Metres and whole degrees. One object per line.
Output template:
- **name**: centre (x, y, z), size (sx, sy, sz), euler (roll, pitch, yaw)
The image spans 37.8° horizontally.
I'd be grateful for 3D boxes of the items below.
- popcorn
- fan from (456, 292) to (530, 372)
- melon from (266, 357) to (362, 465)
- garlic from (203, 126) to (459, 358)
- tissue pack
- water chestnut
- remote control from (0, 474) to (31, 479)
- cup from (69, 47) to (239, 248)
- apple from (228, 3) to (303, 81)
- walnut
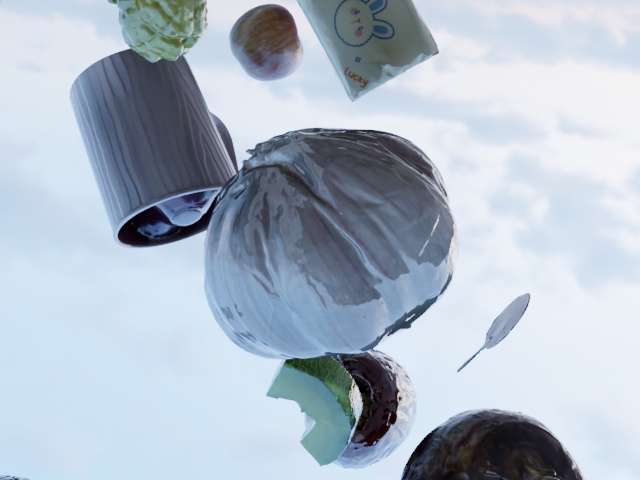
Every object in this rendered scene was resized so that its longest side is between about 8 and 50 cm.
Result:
- **popcorn**: centre (-0.206, -0.322, 1.229), size (0.142, 0.173, 0.173), euler (-23, -155, -5)
- **fan**: centre (0.207, 0.113, 1.121), size (0.005, 0.133, 0.085), euler (38, -162, -3)
- **melon**: centre (-0.004, 0.243, 1.389), size (0.118, 0.209, 0.064), euler (-24, -153, 26)
- **garlic**: centre (0.000, 0.000, 1.064), size (0.317, 0.259, 0.317), euler (-24, -162, 8)
- **tissue pack**: centre (0.060, -0.318, 1.325), size (0.148, 0.196, 0.092), euler (-29, -169, 6)
- **water chestnut**: centre (0.291, 0.422, 1.440), size (0.335, 0.335, 0.347), euler (-3, 169, -19)
- **remote control**: centre (-0.473, 0.350, 1.326), size (0.122, 0.032, 0.074), euler (0, 173, 18)
- **cup**: centre (-0.234, -0.149, 1.494), size (0.288, 0.273, 0.208), euler (-15, 164, -31)
- **apple**: centre (-0.101, -0.365, 1.737), size (0.131, 0.146, 0.146), euler (-22, -157, -1)
- **walnut**: centre (0.054, 0.281, 1.686), size (0.244, 0.222, 0.269), euler (44, 172, 17)
